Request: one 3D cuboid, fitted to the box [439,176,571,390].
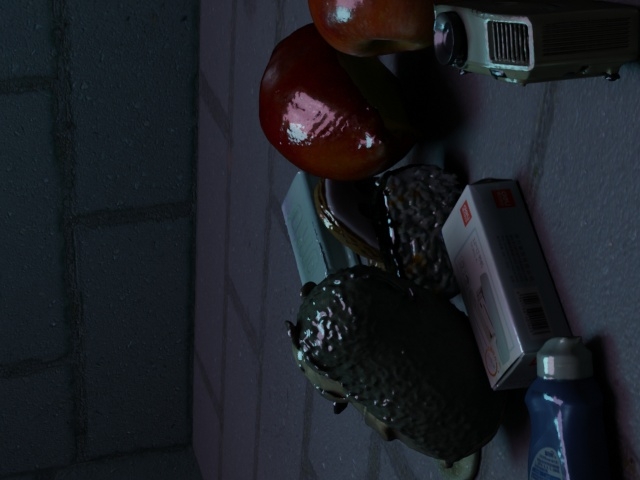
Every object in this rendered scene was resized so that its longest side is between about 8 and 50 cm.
[{"bbox_3d":[0.251,0.059,1.703,0.135,0.079,0.269,114,145,-58],"label":"box"}]

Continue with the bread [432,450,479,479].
[{"bbox_3d":[0.218,0.331,1.989,0.112,0.036,0.193,-117,26,-47],"label":"bread"}]

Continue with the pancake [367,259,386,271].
[{"bbox_3d":[0.122,0.057,2.220,0.212,0.029,0.235,-175,81,-74],"label":"pancake"}]

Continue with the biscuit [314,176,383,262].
[{"bbox_3d":[0.085,-0.046,2.030,0.049,0.208,0.181,-46,47,33],"label":"biscuit"}]

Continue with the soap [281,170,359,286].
[{"bbox_3d":[0.000,0.000,2.489,0.150,0.094,0.261,112,148,-58],"label":"soap"}]

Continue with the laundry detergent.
[{"bbox_3d":[0.314,0.261,1.565,0.143,0.094,0.290,-161,69,-78],"label":"laundry detergent"}]

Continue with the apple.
[{"bbox_3d":[0.095,-0.396,1.795,0.242,0.242,0.241,167,98,-73],"label":"apple"}]

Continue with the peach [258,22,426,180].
[{"bbox_3d":[0.021,-0.193,1.959,0.257,0.201,0.362,42,-162,-30],"label":"peach"}]

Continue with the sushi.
[{"bbox_3d":[0.154,-0.005,1.911,0.126,0.136,0.225,-145,45,-79],"label":"sushi"}]

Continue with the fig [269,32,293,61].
[{"bbox_3d":[0.005,-0.291,2.234,0.205,0.205,0.205,174,90,-73],"label":"fig"}]

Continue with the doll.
[{"bbox_3d":[0.106,0.174,1.774,0.247,0.349,0.247,-34,32,26],"label":"doll"}]

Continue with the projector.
[{"bbox_3d":[0.233,-0.239,1.456,0.269,0.193,0.088,-142,48,-68],"label":"projector"}]
